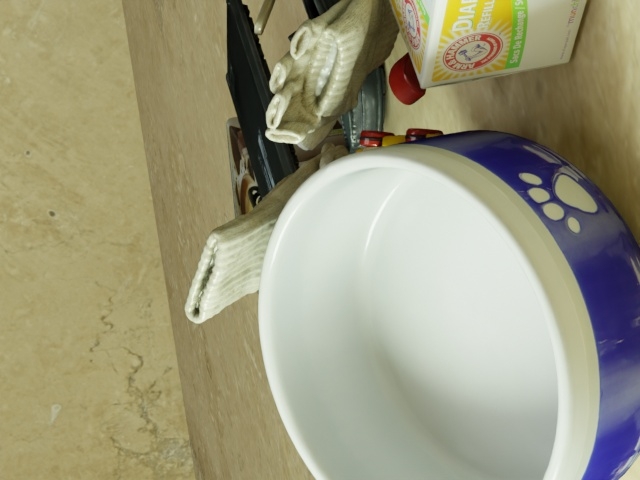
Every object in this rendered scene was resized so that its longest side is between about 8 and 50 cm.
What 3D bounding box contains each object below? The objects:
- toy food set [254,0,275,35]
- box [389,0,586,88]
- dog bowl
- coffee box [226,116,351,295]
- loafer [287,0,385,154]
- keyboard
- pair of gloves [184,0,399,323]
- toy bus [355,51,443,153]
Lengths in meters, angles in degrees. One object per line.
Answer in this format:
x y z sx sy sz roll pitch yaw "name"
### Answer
-0.051 -0.269 1.449 0.192 0.039 0.132 93 -167 -54 "toy food set"
0.105 -0.201 1.084 0.203 0.103 0.114 97 159 -58 "box"
0.086 0.064 1.146 0.265 0.104 0.264 16 113 43 "dog bowl"
0.000 0.000 1.747 0.297 0.119 0.168 -123 25 -60 "coffee box"
0.009 -0.184 1.620 0.076 0.078 0.223 -159 58 -77 "loafer"
-0.034 -0.043 1.513 0.201 0.033 0.317 94 163 -52 "keyboard"
-0.002 -0.065 1.221 0.204 0.042 0.240 -33 -32 -64 "pair of gloves"
0.089 -0.028 1.320 0.191 0.104 0.202 114 155 -43 "toy bus"
